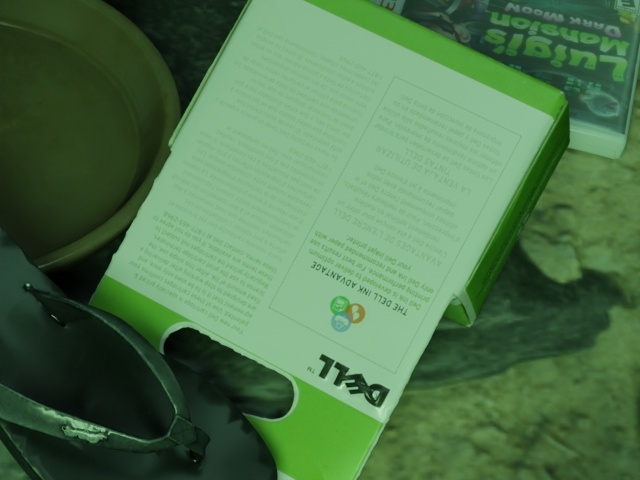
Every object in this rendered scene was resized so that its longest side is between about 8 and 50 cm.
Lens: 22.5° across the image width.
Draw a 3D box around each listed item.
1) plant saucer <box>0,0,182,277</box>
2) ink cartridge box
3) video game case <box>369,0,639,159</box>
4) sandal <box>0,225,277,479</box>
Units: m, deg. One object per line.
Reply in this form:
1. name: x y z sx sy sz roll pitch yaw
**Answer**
1. plant saucer: -0.222 -0.066 0.960 0.278 0.041 0.278 4 48 -5
2. ink cartridge box: 0.000 0.000 0.911 0.189 0.097 0.255 27 84 15
3. video game case: 0.123 -0.141 1.093 0.190 0.022 0.173 15 48 4
4. sandal: -0.132 0.065 0.806 0.254 0.054 0.097 38 61 0
